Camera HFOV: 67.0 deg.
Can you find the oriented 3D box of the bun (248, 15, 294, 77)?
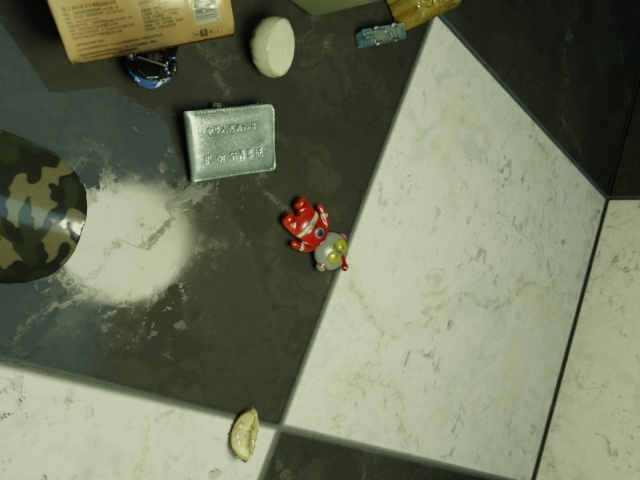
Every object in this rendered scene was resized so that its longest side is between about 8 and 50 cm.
[{"bbox_3d":[-0.127,-0.457,1.140,0.138,0.094,0.138,15,90,-72],"label":"bun"}]

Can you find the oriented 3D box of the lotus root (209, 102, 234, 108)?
[{"bbox_3d":[-0.215,-0.295,1.118,0.083,0.037,0.030,2,96,-36],"label":"lotus root"}]

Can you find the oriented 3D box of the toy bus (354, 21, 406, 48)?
[{"bbox_3d":[0.169,-0.576,1.360,0.153,0.061,0.051,-24,108,-31],"label":"toy bus"}]

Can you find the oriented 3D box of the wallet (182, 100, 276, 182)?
[{"bbox_3d":[-0.200,-0.227,1.108,0.222,0.036,0.167,-15,118,-33],"label":"wallet"}]

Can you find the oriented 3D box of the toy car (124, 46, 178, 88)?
[{"bbox_3d":[-0.336,-0.414,1.001,0.103,0.063,0.216,14,81,-16],"label":"toy car"}]

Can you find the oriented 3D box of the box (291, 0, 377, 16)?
[{"bbox_3d":[0.008,-0.649,1.020,0.344,0.352,0.177,7,89,-54],"label":"box"}]

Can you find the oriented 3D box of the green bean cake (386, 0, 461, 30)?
[{"bbox_3d":[0.284,-0.746,1.388,0.230,0.131,0.224,-37,112,-29],"label":"green bean cake"}]

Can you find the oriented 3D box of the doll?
[{"bbox_3d":[0.000,0.000,1.271,0.245,0.076,0.142,48,67,-23],"label":"doll"}]

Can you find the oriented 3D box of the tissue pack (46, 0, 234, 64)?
[{"bbox_3d":[-0.340,-0.479,0.879,0.306,0.238,0.238,-19,104,-17],"label":"tissue pack"}]

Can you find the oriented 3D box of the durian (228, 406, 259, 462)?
[{"bbox_3d":[-0.187,0.469,1.172,0.052,0.066,0.130,16,75,-36],"label":"durian"}]

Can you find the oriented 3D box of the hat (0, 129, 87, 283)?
[{"bbox_3d":[-0.595,-0.068,0.770,0.382,0.257,0.366,12,88,-16],"label":"hat"}]
